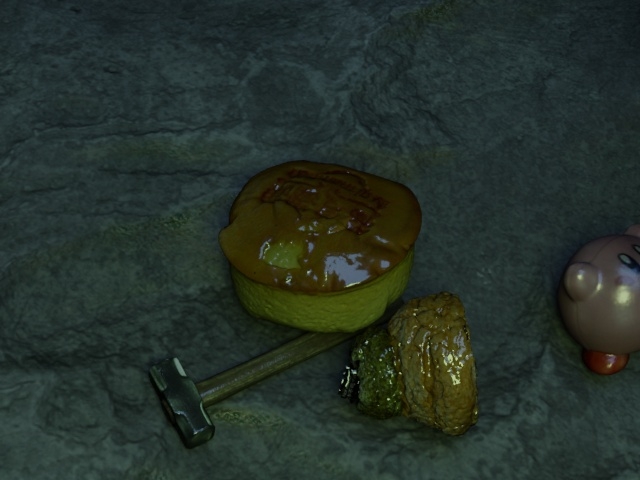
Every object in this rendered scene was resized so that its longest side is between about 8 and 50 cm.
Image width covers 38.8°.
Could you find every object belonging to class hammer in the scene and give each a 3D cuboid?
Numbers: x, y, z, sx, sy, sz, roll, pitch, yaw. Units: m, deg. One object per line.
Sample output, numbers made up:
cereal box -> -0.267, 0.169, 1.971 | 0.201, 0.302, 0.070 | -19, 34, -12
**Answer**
hammer -> -0.041, 0.148, 1.202 | 0.365, 0.043, 0.111 | -22, 61, -26

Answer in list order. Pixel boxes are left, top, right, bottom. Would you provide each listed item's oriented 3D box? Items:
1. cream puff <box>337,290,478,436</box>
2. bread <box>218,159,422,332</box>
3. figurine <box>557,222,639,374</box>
cream puff -> 0.105, 0.161, 1.144 | 0.169, 0.183, 0.183 | -7, 55, 3
bread -> 0.000, 0.000, 1.216 | 0.270, 0.148, 0.269 | -2, 42, 2
figurine -> 0.411, 0.073, 1.255 | 0.173, 0.173, 0.173 | 5, 55, -7
